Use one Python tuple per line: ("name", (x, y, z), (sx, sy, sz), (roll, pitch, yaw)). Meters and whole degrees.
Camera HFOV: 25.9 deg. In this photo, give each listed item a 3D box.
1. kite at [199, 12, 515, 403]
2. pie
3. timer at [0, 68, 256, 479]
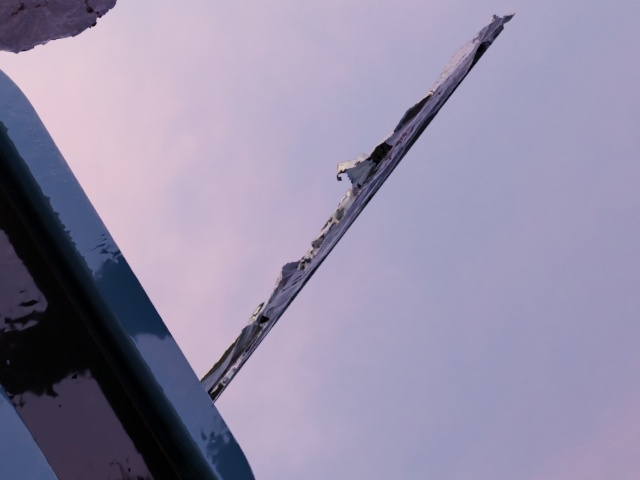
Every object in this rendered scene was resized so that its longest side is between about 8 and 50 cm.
("kite", (-0.001, 0.000, 0.662), (0.014, 0.406, 0.368), (38, -118, 2))
("pie", (-0.213, -0.184, 0.998), (0.154, 0.154, 0.036), (-29, -114, 25))
("timer", (-0.126, 0.053, 0.439), (0.091, 0.250, 0.232), (-30, -86, 36))
